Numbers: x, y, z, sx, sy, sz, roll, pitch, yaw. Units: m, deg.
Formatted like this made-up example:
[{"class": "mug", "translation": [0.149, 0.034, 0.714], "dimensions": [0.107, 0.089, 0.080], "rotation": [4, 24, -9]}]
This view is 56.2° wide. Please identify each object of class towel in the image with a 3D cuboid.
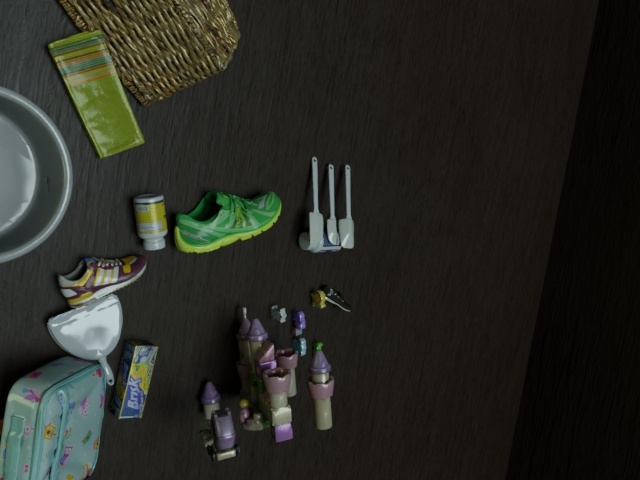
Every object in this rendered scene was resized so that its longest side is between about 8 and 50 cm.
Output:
[{"class": "towel", "translation": [-0.438, -0.285, 1.184], "dimensions": [0.102, 0.021, 0.237], "rotation": [-22, 119, -11]}]

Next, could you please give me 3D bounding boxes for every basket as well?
[{"class": "basket", "translation": [-0.336, -0.470, 1.218], "dimensions": [0.299, 0.223, 0.213], "rotation": [53, 31, -37]}]

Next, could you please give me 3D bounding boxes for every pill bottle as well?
[{"class": "pill bottle", "translation": [-0.369, -0.041, 1.306], "dimensions": [0.065, 0.065, 0.116], "rotation": [-16, 111, -41]}, {"class": "pill bottle", "translation": [0.000, 0.000, 1.666], "dimensions": [0.120, 0.067, 0.067], "rotation": [-2, 101, -44]}]

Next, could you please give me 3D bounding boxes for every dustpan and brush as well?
[{"class": "dustpan and brush", "translation": [-0.477, 0.227, 1.280], "dimensions": [0.147, 0.060, 0.211], "rotation": [-23, 109, -25]}]

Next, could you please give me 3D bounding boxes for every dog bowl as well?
[{"class": "dog bowl", "translation": [-0.593, -0.113, 1.026], "dimensions": [0.349, 0.102, 0.348], "rotation": [-8, 100, -47]}]

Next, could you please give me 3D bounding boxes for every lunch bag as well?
[{"class": "lunch bag", "translation": [-0.519, 0.383, 1.160], "dimensions": [0.224, 0.108, 0.279], "rotation": [-29, 129, -80]}]

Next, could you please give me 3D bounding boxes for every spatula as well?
[{"class": "spatula", "translation": [0.032, -0.103, 1.661], "dimensions": [0.168, 0.019, 0.242], "rotation": [6, 77, -37]}]

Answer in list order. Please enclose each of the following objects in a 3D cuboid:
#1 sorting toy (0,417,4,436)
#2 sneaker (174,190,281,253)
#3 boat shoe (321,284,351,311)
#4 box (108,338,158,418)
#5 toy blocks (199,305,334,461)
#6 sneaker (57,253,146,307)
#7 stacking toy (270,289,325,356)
[{"class": "sorting toy", "translation": [-0.707, 0.405, 1.100], "dimensions": [0.348, 0.047, 0.196], "rotation": [-12, 112, -44]}, {"class": "sneaker", "translation": [-0.211, -0.065, 1.420], "dimensions": [0.295, 0.109, 0.123], "rotation": [-27, 121, -36]}, {"class": "boat shoe", "translation": [0.051, 0.172, 1.766], "dimensions": [0.133, 0.049, 0.042], "rotation": [35, 83, -38]}, {"class": "box", "translation": [-0.420, 0.311, 1.346], "dimensions": [0.059, 0.054, 0.168], "rotation": [13, 91, -44]}, {"class": "toy blocks", "translation": [-0.154, 0.315, 1.438], "dimensions": [0.309, 0.288, 0.260], "rotation": [-8, 101, -25]}, {"class": "sneaker", "translation": [-0.450, 0.063, 1.249], "dimensions": [0.185, 0.070, 0.084], "rotation": [-35, 124, -35]}, {"class": "stacking toy", "translation": [-0.058, 0.262, 1.683], "dimensions": [0.167, 0.052, 0.221], "rotation": [-14, 110, -41]}]
